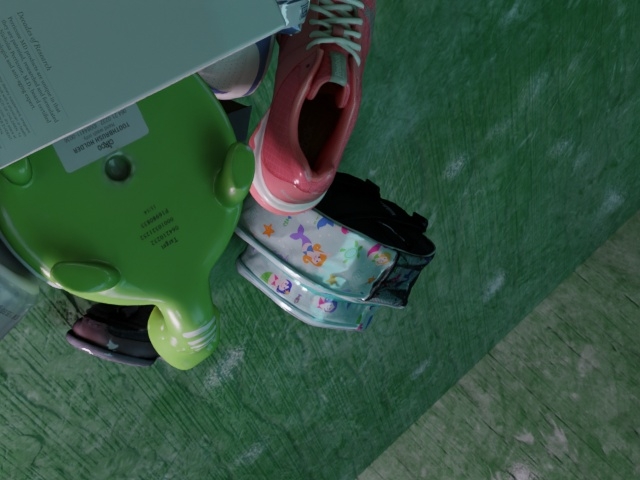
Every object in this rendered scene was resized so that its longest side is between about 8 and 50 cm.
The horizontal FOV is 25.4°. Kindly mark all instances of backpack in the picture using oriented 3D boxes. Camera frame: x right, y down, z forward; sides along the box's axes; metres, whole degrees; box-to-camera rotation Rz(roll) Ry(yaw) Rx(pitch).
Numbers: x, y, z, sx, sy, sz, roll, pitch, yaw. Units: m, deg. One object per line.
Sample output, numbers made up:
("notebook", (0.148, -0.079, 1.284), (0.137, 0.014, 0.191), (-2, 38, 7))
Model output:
("backpack", (0.000, 0.000, 1.858), (0.191, 0.225, 0.253), (-56, 152, 8))

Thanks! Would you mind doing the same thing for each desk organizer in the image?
("desk organizer", (-0.137, -0.127, 1.603), (0.130, 0.050, 0.047), (-26, 134, -54))

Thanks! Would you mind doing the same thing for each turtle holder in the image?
("turtle holder", (-0.183, -0.049, 1.375), (0.243, 0.320, 0.227), (-59, -164, -10))

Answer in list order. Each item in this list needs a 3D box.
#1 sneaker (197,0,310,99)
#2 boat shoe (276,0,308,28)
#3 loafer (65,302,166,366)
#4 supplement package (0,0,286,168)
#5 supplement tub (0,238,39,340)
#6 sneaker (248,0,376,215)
("sneaker", (-0.124, -0.243, 1.388), (0.315, 0.182, 0.127), (144, -47, -73))
("boat shoe", (-0.139, -0.230, 1.219), (0.258, 0.095, 0.084), (-2, 117, -5))
("loafer", (-0.226, 0.102, 1.817), (0.095, 0.109, 0.302), (-69, 161, 2))
("supplement package", (-0.185, -0.195, 1.073), (0.263, 0.199, 0.198), (-26, -170, 2))
("supplement tub", (-0.432, 0.096, 1.312), (0.316, 0.193, 0.193), (-46, 157, 0))
("sneaker", (0.011, -0.181, 1.448), (0.136, 0.116, 0.314), (168, -67, -71))
